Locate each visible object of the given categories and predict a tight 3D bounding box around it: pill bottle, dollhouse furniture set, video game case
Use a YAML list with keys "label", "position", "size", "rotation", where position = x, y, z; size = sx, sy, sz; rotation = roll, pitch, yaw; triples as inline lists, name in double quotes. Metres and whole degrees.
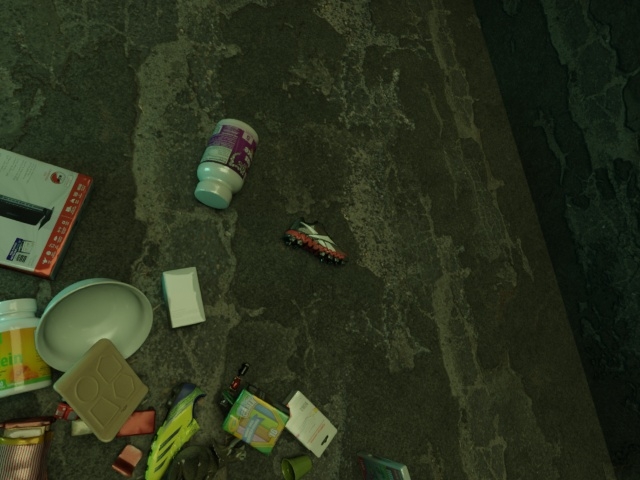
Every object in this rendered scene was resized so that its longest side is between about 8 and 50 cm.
- label: "pill bottle"
  position: [-0.819, 0.288, 1.136]
  size: [0.136, 0.136, 0.245]
  rotation: [-8, 77, -26]
- label: "pill bottle"
  position: [-0.343, -0.273, 1.514]
  size: [0.169, 0.169, 0.301]
  rotation: [22, 66, -17]
- label: "dollhouse furniture set"
  position: [-0.645, 0.568, 1.116]
  size: [0.374, 0.152, 0.201]
  rotation: [4, 72, -23]
- label: "video game case"
  position: [0.221, 0.809, 1.355]
  size: [0.025, 0.285, 0.204]
  rotation: [-12, 79, -26]

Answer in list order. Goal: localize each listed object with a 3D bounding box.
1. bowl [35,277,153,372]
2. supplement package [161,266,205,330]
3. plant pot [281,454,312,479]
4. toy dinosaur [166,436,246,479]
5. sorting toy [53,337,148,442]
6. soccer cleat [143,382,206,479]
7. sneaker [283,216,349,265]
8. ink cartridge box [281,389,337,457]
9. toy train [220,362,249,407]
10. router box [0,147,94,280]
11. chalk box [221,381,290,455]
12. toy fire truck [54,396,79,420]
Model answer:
- label: "bowl"
  position: [-0.652, 0.220, 1.203]
  size: [0.298, 0.134, 0.297]
  rotation: [-22, 127, -32]
- label: "supplement package"
  position: [-0.446, 0.189, 1.356]
  size: [0.105, 0.105, 0.179]
  rotation: [-9, 78, -26]
- label: "plant pot"
  position: [-0.073, 0.741, 1.369]
  size: [0.079, 0.083, 0.083]
  rotation: [-5, 76, -38]
- label: "toy dinosaur"
  position: [-0.370, 0.657, 1.209]
  size: [0.314, 0.121, 0.160]
  rotation: [18, 67, -46]
- label: "sorting toy"
  position: [-0.583, 0.398, 1.126]
  size: [0.208, 0.038, 0.193]
  rotation: [59, 24, -18]
- label: "soccer cleat"
  position: [-0.424, 0.569, 1.233]
  size: [0.121, 0.093, 0.289]
  rotation: [23, 56, -13]
- label: "sneaker"
  position: [0.000, 0.000, 1.622]
  size: [0.276, 0.098, 0.135]
  rotation: [27, 67, -13]
- label: "ink cartridge box"
  position: [-0.052, 0.619, 1.418]
  size: [0.198, 0.067, 0.115]
  rotation: [46, 62, -3]
- label: "toy train"
  position: [-0.280, 0.474, 1.378]
  size: [0.027, 0.036, 0.158]
  rotation: [35, 63, -10]
- label: "router box"
  position: [-0.897, -0.080, 1.250]
  size: [0.301, 0.082, 0.335]
  rotation: [18, 67, -18]
- label: "chalk box"
  position: [-0.216, 0.533, 1.291]
  size: [0.213, 0.132, 0.132]
  rotation: [30, 79, 1]
- label: "toy fire truck"
  position: [-0.625, 0.426, 1.156]
  size: [0.135, 0.192, 0.047]
  rotation: [23, 103, -16]
